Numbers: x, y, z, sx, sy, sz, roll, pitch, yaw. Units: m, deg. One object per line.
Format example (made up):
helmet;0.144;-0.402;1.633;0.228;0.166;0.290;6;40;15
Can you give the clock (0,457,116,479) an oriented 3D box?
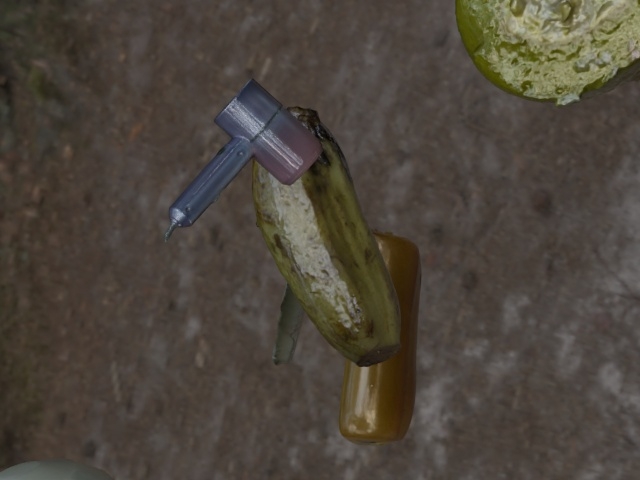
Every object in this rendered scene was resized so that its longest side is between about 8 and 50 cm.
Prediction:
clock;-0.154;0.346;0.895;0.326;0.184;0.342;45;133;25

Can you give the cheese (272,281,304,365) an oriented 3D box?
cheese;-0.018;0.035;1.464;0.400;0.034;0.085;103;-177;-60

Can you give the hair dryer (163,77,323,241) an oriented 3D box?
hair dryer;-0.055;-0.038;0.778;0.114;0.063;0.037;-49;7;-20

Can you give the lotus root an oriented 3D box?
lotus root;0.000;0.000;1.213;0.097;0.110;0.258;-23;87;44

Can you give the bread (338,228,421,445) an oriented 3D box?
bread;0.070;0.103;1.399;0.074;0.092;0.239;-3;75;29

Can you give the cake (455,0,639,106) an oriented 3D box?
cake;0.270;-0.241;1.276;0.260;0.156;0.179;-38;78;18
